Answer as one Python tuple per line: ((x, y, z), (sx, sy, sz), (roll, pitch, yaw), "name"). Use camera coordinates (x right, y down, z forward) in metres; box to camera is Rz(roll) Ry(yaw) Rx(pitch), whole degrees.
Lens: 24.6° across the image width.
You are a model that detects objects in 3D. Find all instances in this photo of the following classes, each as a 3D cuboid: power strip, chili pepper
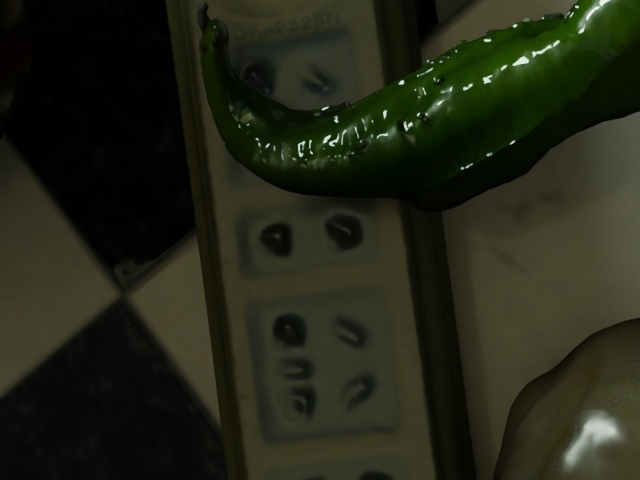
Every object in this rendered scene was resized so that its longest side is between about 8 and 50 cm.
((0.000, 0.000, 0.552), (0.092, 0.066, 0.388), (-9, 85, 11), "power strip")
((0.119, -0.086, 0.443), (0.359, 0.076, 0.085), (-20, 119, 20), "chili pepper")

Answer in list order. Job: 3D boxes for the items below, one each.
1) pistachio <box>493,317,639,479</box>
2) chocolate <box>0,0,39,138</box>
((0.122, 0.138, 0.488), (0.135, 0.136, 0.226), (-14, 90, 13), "pistachio")
((-0.244, -0.128, 0.548), (0.340, 0.210, 0.225), (46, 102, 16), "chocolate")
